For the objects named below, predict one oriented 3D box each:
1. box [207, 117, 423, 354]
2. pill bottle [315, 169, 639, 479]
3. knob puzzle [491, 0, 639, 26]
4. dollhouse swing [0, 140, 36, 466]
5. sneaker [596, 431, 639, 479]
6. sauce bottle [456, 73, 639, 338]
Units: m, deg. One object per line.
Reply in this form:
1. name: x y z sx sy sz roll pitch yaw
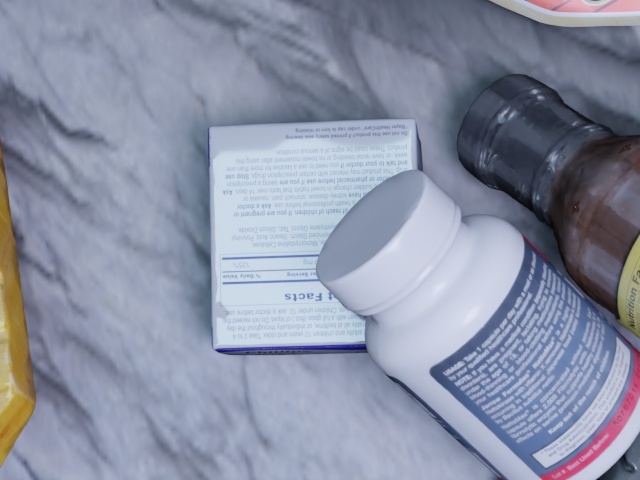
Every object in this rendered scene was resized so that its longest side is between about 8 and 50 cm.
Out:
1. box: 0.000 0.000 0.971 0.126 0.072 0.137 -2 83 5
2. pill bottle: 0.088 0.049 0.879 0.108 0.108 0.180 -47 110 0
3. knob puzzle: 0.157 -0.215 0.974 0.213 0.030 0.213 2 102 9
4. dollhouse swing: -0.378 0.013 0.857 0.305 0.315 0.347 -28 56 23
5. sneaker: 0.154 0.246 0.923 0.139 0.125 0.341 22 83 -20
6. sauce bottle: 0.210 0.012 0.867 0.111 0.111 0.344 -47 50 0
